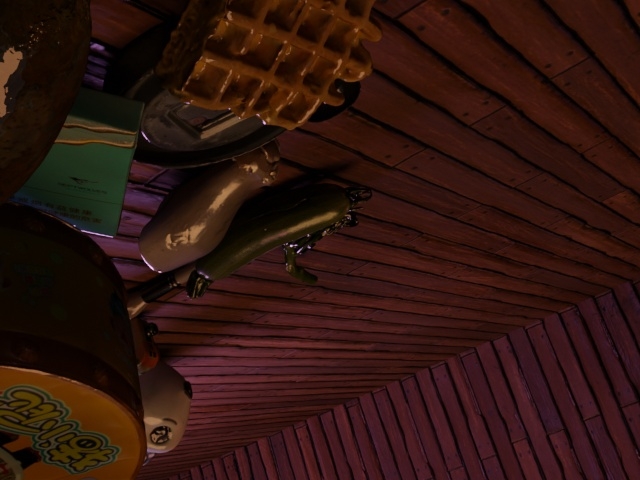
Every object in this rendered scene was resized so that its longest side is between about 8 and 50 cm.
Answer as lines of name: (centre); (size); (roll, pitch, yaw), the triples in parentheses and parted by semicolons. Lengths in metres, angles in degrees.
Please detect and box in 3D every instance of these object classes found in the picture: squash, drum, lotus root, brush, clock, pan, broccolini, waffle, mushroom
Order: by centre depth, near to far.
lotus root: (-0.261, -0.126, 0.617); (0.160, 0.152, 0.275); (23, 128, -22)
waffle: (-0.027, -0.178, 0.753); (0.211, 0.055, 0.160); (9, 118, -52)
pan: (-0.012, -0.144, 0.863); (0.115, 0.023, 0.068); (-19, 158, -29)
clock: (-0.112, -0.150, 0.867); (0.226, 0.049, 0.226); (-17, 159, -6)
drum: (-0.402, 0.166, 0.914); (0.431, 0.214, 0.431); (-11, 140, -10)
mushroom: (-0.132, -0.046, 1.050); (0.225, 0.093, 0.116); (-33, -179, 20)
squash: (-0.078, -0.015, 1.207); (0.318, 0.080, 0.071); (-28, 175, 19)
brush: (-0.214, 0.055, 1.349); (0.299, 0.039, 0.042); (-27, 120, 18)
broccolini: (-0.001, 0.004, 1.356); (0.123, 0.062, 0.271); (-2, 154, 0)

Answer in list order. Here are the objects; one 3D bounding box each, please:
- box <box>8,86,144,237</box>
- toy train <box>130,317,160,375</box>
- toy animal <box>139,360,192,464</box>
box: (-0.268, -0.081, 0.837); (0.162, 0.041, 0.229); (12, 152, -13)
toy train: (-0.374, 0.201, 1.499); (0.188, 0.099, 0.072); (-20, 160, 6)
toy animal: (-0.389, 0.365, 1.765); (0.212, 0.212, 0.267); (-6, 160, -32)
